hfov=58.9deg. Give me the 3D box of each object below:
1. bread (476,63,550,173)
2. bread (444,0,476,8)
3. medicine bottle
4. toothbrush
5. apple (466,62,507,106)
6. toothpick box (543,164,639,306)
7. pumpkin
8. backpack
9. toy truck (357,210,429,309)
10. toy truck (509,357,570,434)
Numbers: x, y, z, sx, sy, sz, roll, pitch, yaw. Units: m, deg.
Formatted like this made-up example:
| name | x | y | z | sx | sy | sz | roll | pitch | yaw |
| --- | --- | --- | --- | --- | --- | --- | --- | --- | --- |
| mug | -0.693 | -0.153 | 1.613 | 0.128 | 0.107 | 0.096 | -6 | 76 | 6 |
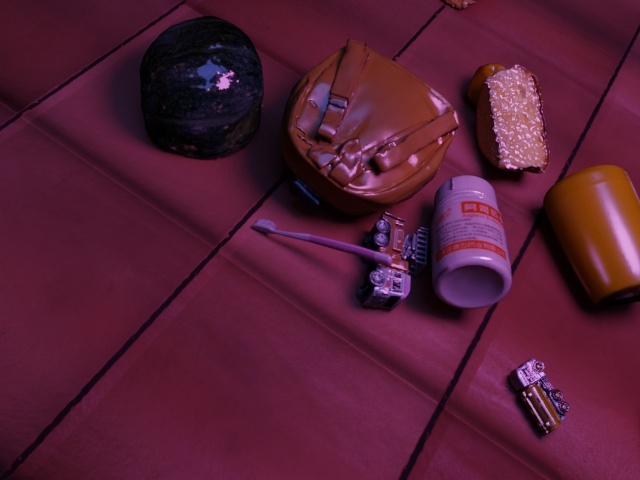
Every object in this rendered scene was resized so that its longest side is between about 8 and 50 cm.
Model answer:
| name | x | y | z | sx | sy | sz | roll | pitch | yaw |
| --- | --- | --- | --- | --- | --- | --- | --- | --- | --- |
| bread | 0.429 | -0.256 | 1.292 | 0.129 | 0.134 | 0.260 | -4 | 75 | -3 |
| bread | 0.418 | -0.759 | 1.578 | 0.262 | 0.162 | 0.204 | 24 | 56 | 29 |
| medicine bottle | 0.281 | -0.003 | 1.085 | 0.145 | 0.144 | 0.252 | 13 | 41 | -4 |
| toothbrush | 0.000 | 0.000 | 1.064 | 0.287 | 0.020 | 0.025 | 15 | 48 | 21 |
| apple | 0.415 | -0.377 | 1.380 | 0.099 | 0.102 | 0.114 | 29 | 57 | 7 |
| toothpick box | 0.583 | -0.001 | 1.154 | 0.175 | 0.175 | 0.271 | -5 | 64 | -15 |
| pumpkin | -0.245 | -0.339 | 1.164 | 0.264 | 0.197 | 0.292 | -3 | 58 | -11 |
| backpack | 0.081 | -0.222 | 1.159 | 0.353 | 0.201 | 0.378 | 40 | 58 | 11 |
| toy truck | 0.140 | 0.047 | 1.086 | 0.115 | 0.080 | 0.177 | 17 | 57 | -8 |
| toy truck | 0.391 | 0.279 | 1.016 | 0.063 | 0.052 | 0.123 | -22 | 68 | -16 |
